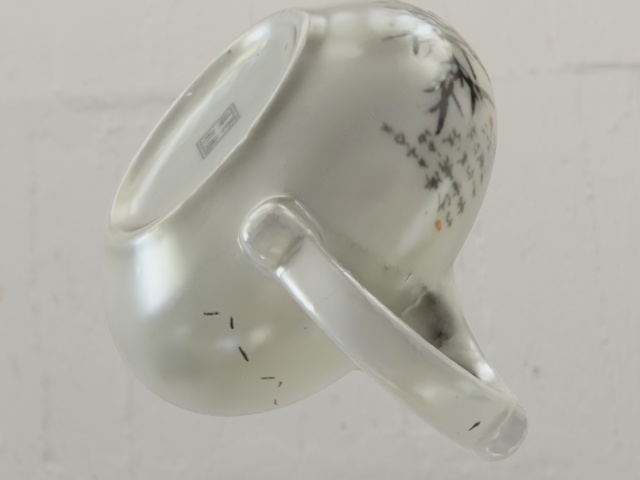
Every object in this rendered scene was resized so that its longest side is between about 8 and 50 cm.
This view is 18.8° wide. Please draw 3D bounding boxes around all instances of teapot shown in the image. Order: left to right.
[{"bbox_3d":[0.000,0.000,0.853,0.208,0.166,0.299,-36,-148,4],"label":"teapot"}]
